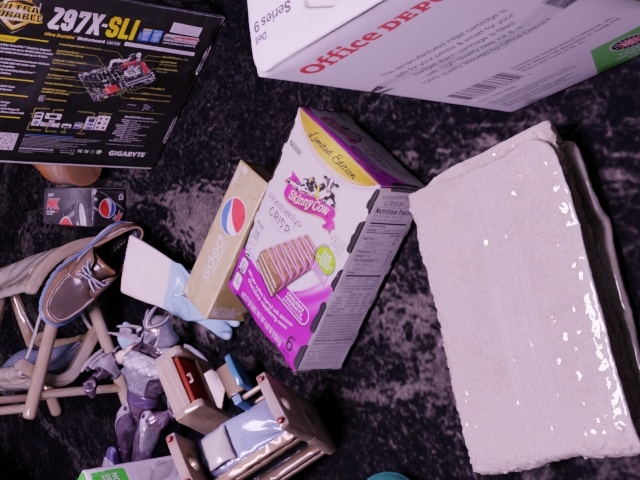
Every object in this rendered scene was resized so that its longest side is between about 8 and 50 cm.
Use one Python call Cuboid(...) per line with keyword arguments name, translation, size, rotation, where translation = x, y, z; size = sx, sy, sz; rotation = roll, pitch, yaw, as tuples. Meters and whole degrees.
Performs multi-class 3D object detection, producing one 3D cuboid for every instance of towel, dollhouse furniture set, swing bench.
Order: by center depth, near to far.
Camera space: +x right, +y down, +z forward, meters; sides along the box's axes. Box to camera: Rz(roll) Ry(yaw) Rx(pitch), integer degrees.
Cuboid(name="towel", translation=(0.175, 0.054, 0.877), size=(0.187, 0.049, 0.282), rotation=(-26, 71, 49))
Cuboid(name="dollhouse furniture set", translation=(-0.097, 0.171, 1.101), size=(0.129, 0.129, 0.184), rotation=(-35, 57, 7))
Cuboid(name="swing bench", translation=(-0.411, 0.134, 1.493), size=(0.253, 0.165, 0.255), rotation=(-15, 77, 50))

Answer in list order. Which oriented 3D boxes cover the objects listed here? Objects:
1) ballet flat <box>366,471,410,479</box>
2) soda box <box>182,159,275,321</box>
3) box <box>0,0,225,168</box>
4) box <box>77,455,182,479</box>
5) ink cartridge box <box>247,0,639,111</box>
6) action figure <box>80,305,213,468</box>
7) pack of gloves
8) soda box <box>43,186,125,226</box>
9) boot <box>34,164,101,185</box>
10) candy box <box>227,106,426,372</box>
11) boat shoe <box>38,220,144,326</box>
Cuboid(name="ballet flat", translation=(0.122, 0.317, 0.910), size=(0.280, 0.095, 0.096), rotation=(39, 129, 55))
Cuboid(name="soda box", translation=(-0.091, 0.003, 1.174), size=(0.061, 0.058, 0.181), rotation=(42, 113, 41))
Cuboid(name="box", translation=(-0.311, -0.212, 1.256), size=(0.079, 0.322, 0.257), rotation=(54, 129, 34))
Cuboid(name="box", translation=(-0.194, 0.368, 1.172), size=(0.127, 0.231, 0.262), rotation=(56, 129, 34))
Cuboid(name="ink cartridge box", translation=(0.116, -0.196, 0.761), size=(0.211, 0.289, 0.122), rotation=(-20, 74, 48))
Cuboid(name="action figure", translation=(-0.227, 0.221, 1.275), size=(0.185, 0.099, 0.285), rotation=(18, 100, 46))
Cuboid(name="pack of gloves", translation=(-0.180, 0.118, 1.322), size=(0.232, 0.046, 0.195), rotation=(22, 105, 39))
Cuboid(name="soda box", translation=(-0.356, -0.050, 1.517), size=(0.169, 0.053, 0.060), rotation=(3, 92, 51))
Cuboid(name="boot", translation=(-0.389, -0.228, 1.540), size=(0.220, 0.109, 0.283), rotation=(20, 111, 53))
Cuboid(name="candy box", translation=(0.000, 0.000, 1.069), size=(0.159, 0.071, 0.233), rotation=(47, 123, 41))
Cuboid(name="boat shoe", translation=(-0.310, 0.039, 1.377), size=(0.183, 0.066, 0.066), rotation=(-54, 21, -24))
